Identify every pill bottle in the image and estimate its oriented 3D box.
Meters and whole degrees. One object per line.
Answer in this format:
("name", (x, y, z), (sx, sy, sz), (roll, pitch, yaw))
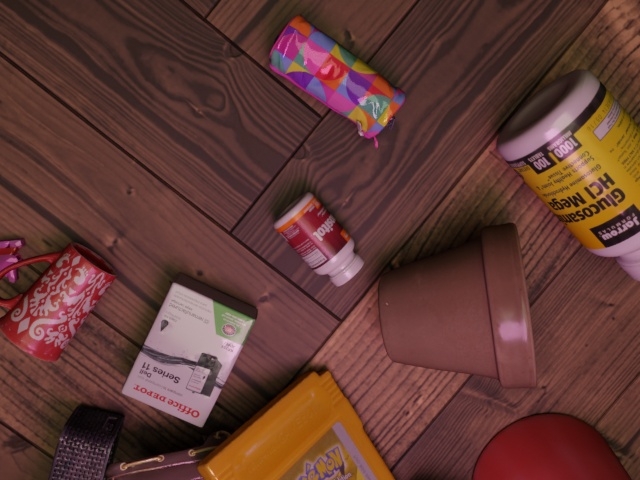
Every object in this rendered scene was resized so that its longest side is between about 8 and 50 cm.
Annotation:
("pill bottle", (0.000, 0.000, 1.173), (0.086, 0.086, 0.152), (-42, 100, 2))
("pill bottle", (0.461, -0.097, 1.148), (0.188, 0.188, 0.334), (-45, 99, 2))

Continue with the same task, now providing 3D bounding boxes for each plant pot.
("plant pot", (0.424, 0.463, 1.198), (0.275, 0.243, 0.275), (-1, 97, -5))
("plant pot", (0.220, 0.116, 1.150), (0.229, 0.263, 0.263), (-8, 99, 15))

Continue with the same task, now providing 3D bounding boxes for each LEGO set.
("LEGO set", (-0.597, 0.058, 1.129), (0.227, 0.087, 0.093), (-5, 98, -3))

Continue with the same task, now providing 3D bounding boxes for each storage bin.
("storage bin", (-0.396, 0.382, 1.174), (0.084, 0.122, 0.180), (16, 96, -8))

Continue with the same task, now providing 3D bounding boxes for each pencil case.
("pencil case", (0.027, -0.257, 1.134), (0.236, 0.104, 0.104), (36, 94, -7))

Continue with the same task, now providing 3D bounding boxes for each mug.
("mug", (-0.428, 0.086, 1.128), (0.169, 0.113, 0.150), (-51, 132, -1))

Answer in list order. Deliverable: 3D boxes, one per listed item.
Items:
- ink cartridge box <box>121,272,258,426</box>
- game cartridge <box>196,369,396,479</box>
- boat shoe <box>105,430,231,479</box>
("ink cartridge box", (-0.217, 0.183, 1.179), (0.153, 0.087, 0.208), (25, 96, -7))
("game cartridge", (-0.009, 0.412, 1.156), (0.285, 0.053, 0.323), (-35, 97, -40))
("boat shoe", (-0.187, 0.370, 1.170), (0.324, 0.116, 0.096), (-12, 68, -28))
